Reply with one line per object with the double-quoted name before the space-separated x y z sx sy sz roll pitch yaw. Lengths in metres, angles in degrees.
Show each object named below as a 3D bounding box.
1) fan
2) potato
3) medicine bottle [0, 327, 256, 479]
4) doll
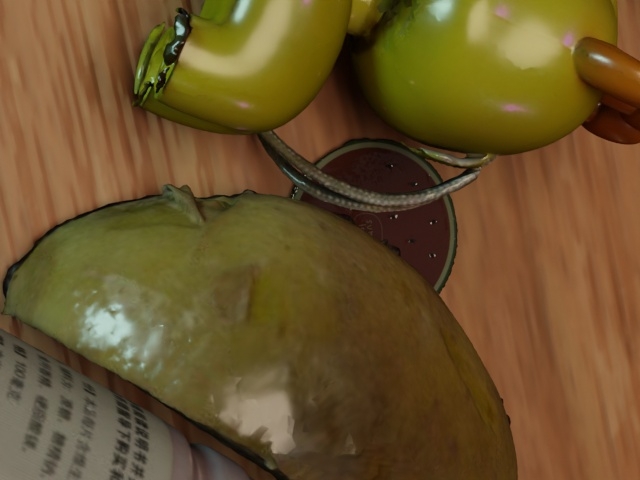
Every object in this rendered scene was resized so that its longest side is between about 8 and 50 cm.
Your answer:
"fan" 0.000 0.000 0.815 0.133 0.005 0.085 -5 95 -24
"potato" 0.013 0.055 0.766 0.261 0.100 0.120 36 84 -21
"medicine bottle" -0.117 0.107 0.700 0.250 0.133 0.133 32 79 -22
"doll" 0.045 -0.076 0.766 0.221 0.143 0.135 17 83 -16
